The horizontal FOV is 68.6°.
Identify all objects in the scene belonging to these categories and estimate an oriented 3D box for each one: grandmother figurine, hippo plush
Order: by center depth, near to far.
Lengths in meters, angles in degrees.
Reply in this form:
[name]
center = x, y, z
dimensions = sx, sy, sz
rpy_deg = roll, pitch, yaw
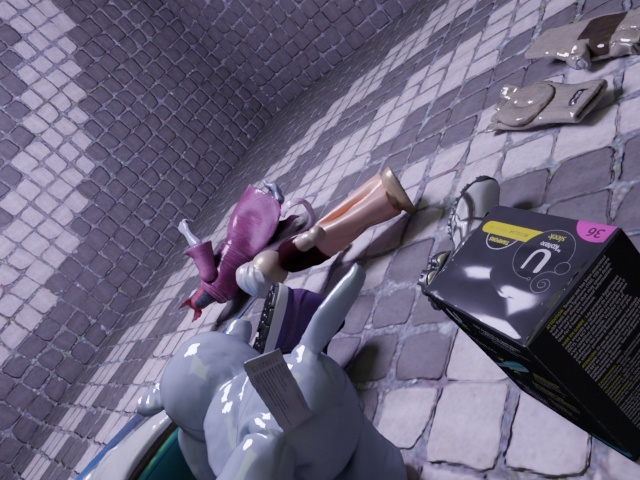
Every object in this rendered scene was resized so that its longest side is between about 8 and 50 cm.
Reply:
[hippo plush]
center = -0.083, 0.190, 0.441
dimensions = 0.236, 0.294, 0.234
rpy_deg = 8, 35, 41
[grandmother figurine]
center = 0.000, 0.000, 0.836
dimensions = 0.342, 0.208, 0.104
rpy_deg = -31, 66, 12

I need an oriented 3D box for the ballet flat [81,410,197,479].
[ballet flat]
center = -0.256, 0.364, 0.564
dimensions = 0.139, 0.139, 0.400
rpy_deg = 11, 81, 65

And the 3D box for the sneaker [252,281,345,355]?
[sneaker]
center = -0.042, 0.208, 0.639
dimensions = 0.107, 0.124, 0.283
rpy_deg = -157, 84, -78

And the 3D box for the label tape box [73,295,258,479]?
[label tape box]
center = -0.201, 0.261, 0.737
dimensions = 0.334, 0.106, 0.240
rpy_deg = -44, 3, 8

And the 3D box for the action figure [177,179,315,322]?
[action figure]
center = -0.194, 0.049, 1.147
dimensions = 0.276, 0.248, 0.370
rpy_deg = 22, 72, 32

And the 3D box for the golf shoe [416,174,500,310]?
[golf shoe]
center = 0.203, 0.003, 0.586
dimensions = 0.094, 0.077, 0.198
rpy_deg = 4, 61, 49

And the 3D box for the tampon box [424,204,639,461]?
[tampon box]
center = 0.189, 0.065, 0.369
dimensions = 0.101, 0.161, 0.120
rpy_deg = -49, 22, -5

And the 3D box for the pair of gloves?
[pair of gloves]
center = 0.384, -0.263, 0.735
dimensions = 0.240, 0.042, 0.204
rpy_deg = -53, 26, -9
